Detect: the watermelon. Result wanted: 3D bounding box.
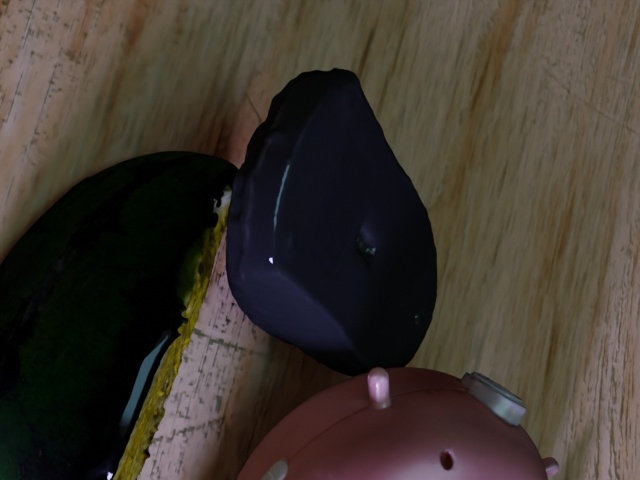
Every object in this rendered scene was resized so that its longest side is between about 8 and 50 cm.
[{"bbox_3d":[-0.124,0.071,0.569,0.129,0.123,0.301,49,58,-67],"label":"watermelon"}]

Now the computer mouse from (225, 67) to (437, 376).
[{"bbox_3d":[0.000,0.000,0.627,0.138,0.086,0.270,-69,152,-20],"label":"computer mouse"}]

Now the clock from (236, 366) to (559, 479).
[{"bbox_3d":[0.054,0.197,0.631,0.227,0.142,0.241,32,94,-36],"label":"clock"}]
